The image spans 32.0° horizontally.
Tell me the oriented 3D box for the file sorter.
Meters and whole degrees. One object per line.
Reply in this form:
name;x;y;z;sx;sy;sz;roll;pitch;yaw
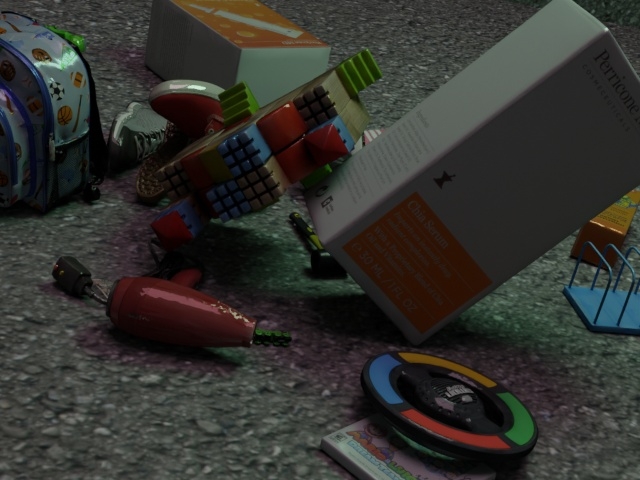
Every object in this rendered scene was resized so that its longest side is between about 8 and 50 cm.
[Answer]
file sorter;0.489;0.073;1.738;0.170;0.104;0.118;5;27;-14

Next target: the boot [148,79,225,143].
boot;-0.169;-0.145;1.779;0.244;0.088;0.176;20;59;-42

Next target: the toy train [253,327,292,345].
toy train;-0.079;0.126;1.478;0.083;0.017;0.023;5;18;-14

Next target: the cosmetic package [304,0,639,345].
cosmetic package;0.228;-0.091;1.518;0.230;0.453;0.161;46;12;-28

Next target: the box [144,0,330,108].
box;-0.174;-0.371;2.241;0.215;0.168;0.345;-9;34;-37

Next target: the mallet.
mallet;0.000;0.000;1.745;0.062;0.039;0.189;4;24;-18

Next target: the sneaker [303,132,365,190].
sneaker;0.021;-0.095;1.899;0.124;0.107;0.283;-7;26;4

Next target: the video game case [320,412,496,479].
video game case;0.102;0.256;1.301;0.157;0.019;0.143;33;32;35

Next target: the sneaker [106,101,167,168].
sneaker;-0.284;-0.173;1.901;0.132;0.086;0.228;14;25;-3

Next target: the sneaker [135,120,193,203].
sneaker;-0.243;-0.121;1.831;0.064;0.086;0.192;12;56;12

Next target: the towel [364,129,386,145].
towel;0.075;-0.179;2.133;0.197;0.029;0.144;-4;30;-30

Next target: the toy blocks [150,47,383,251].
toy blocks;-0.092;-0.118;1.586;0.381;0.190;0.261;-26;13;19

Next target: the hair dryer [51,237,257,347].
hair dryer;-0.192;0.061;1.476;0.224;0.080;0.293;-15;36;-41

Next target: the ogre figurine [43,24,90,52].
ogre figurine;-0.534;-0.367;2.157;0.118;0.096;0.197;11;13;22

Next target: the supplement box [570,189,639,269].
supplement box;0.511;-0.032;1.985;0.078;0.080;0.233;22;26;13

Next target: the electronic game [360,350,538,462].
electronic game;0.159;0.200;1.374;0.229;0.048;0.229;17;19;-6

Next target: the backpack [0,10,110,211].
backpack;-0.466;-0.195;1.658;0.276;0.263;0.213;22;28;16
